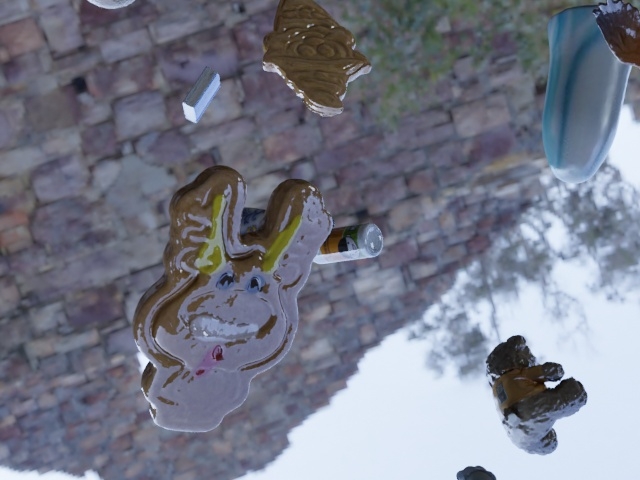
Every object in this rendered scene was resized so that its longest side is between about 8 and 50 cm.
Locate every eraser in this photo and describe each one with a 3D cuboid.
[{"bbox_3d":[-0.211,-0.259,1.965,0.084,0.027,0.063,-60,170,-18],"label":"eraser"}]

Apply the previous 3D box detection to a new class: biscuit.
[{"bbox_3d":[-0.014,-0.288,1.650,0.163,0.250,0.035,-6,146,-20],"label":"biscuit"},{"bbox_3d":[-0.098,0.068,1.142,0.186,0.295,0.044,8,-161,-25],"label":"biscuit"}]

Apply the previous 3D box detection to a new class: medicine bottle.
[{"bbox_3d":[0.000,0.000,1.978,0.221,0.092,0.061,-9,-143,38],"label":"medicine bottle"}]

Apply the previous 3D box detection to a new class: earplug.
[{"bbox_3d":[0.502,-0.265,2.115,0.185,0.323,0.185,13,163,4],"label":"earplug"}]

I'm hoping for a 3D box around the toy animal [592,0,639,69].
[{"bbox_3d":[0.662,-0.346,1.870,0.284,0.302,0.225,-41,-145,5],"label":"toy animal"}]

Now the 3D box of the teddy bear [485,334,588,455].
[{"bbox_3d":[0.356,0.264,1.938,0.140,0.177,0.190,2,-137,-26],"label":"teddy bear"}]

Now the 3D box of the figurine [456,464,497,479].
[{"bbox_3d":[0.216,0.382,1.597,0.094,0.082,0.086,27,-146,33],"label":"figurine"}]

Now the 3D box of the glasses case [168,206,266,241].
[{"bbox_3d":[-0.129,-0.004,1.527,0.065,0.086,0.248,14,173,-42],"label":"glasses case"}]

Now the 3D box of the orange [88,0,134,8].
[{"bbox_3d":[-0.273,-0.341,1.426,0.085,0.085,0.095,-11,163,25],"label":"orange"}]
